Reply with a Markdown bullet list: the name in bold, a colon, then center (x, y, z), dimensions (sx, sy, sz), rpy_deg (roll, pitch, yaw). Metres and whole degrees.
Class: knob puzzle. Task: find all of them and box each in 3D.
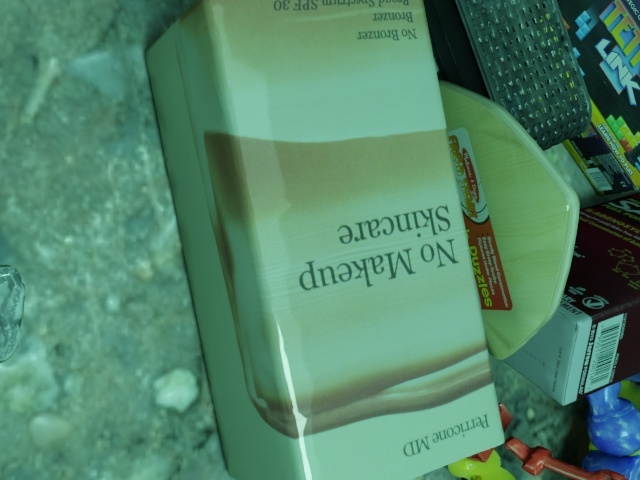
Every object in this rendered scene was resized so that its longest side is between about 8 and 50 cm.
- **knob puzzle**: center (0.106, -0.016, 0.524), dimensions (0.030, 0.213, 0.213), rpy_deg (-17, 94, -25)

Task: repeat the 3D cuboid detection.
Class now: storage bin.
- **storage bin**: center (0.102, -0.141, 0.571), dimensions (0.084, 0.122, 0.180), rpy_deg (-25, 98, -25)

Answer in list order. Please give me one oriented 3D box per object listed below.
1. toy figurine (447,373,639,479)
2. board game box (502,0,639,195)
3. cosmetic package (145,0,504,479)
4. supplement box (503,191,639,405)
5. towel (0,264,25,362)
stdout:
- **toy figurine**: center (0.296, 0.195, 0.616), dimensions (0.362, 0.191, 0.217), rpy_deg (48, 64, -17)
- **board game box**: center (0.253, -0.149, 0.688), dimensions (0.141, 0.048, 0.170), rpy_deg (-46, 106, -20)
- **cosmetic package**: center (0.000, 0.000, 0.508), dimensions (0.153, 0.129, 0.296), rpy_deg (-13, 93, -28)
- **supplement box**: center (0.235, 0.031, 0.613), dimensions (0.240, 0.130, 0.073), rpy_deg (-14, 120, -27)
- **towel**: center (-0.279, 0.040, 0.312), dimensions (0.284, 0.235, 0.121), rpy_deg (-18, 89, -26)
